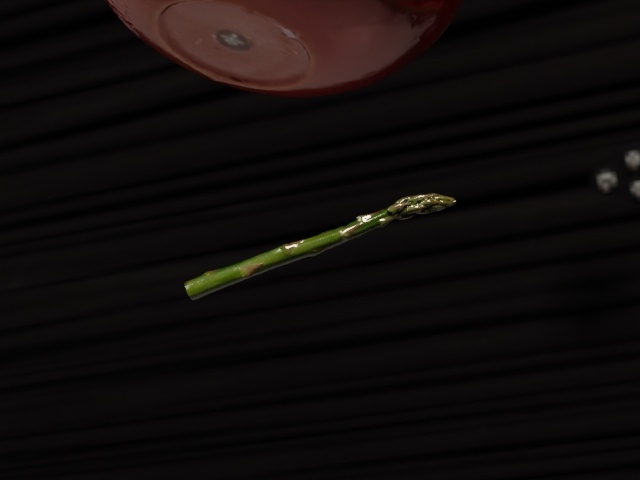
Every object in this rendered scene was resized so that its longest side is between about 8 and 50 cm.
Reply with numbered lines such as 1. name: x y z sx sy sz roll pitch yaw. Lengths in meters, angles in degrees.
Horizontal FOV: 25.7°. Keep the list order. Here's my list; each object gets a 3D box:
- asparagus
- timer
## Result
1. asparagus: 0.000 0.000 0.799 0.016 0.163 0.016 79 -10 -70
2. timer: -0.041 -0.297 1.302 0.378 0.378 0.279 48 53 -61
